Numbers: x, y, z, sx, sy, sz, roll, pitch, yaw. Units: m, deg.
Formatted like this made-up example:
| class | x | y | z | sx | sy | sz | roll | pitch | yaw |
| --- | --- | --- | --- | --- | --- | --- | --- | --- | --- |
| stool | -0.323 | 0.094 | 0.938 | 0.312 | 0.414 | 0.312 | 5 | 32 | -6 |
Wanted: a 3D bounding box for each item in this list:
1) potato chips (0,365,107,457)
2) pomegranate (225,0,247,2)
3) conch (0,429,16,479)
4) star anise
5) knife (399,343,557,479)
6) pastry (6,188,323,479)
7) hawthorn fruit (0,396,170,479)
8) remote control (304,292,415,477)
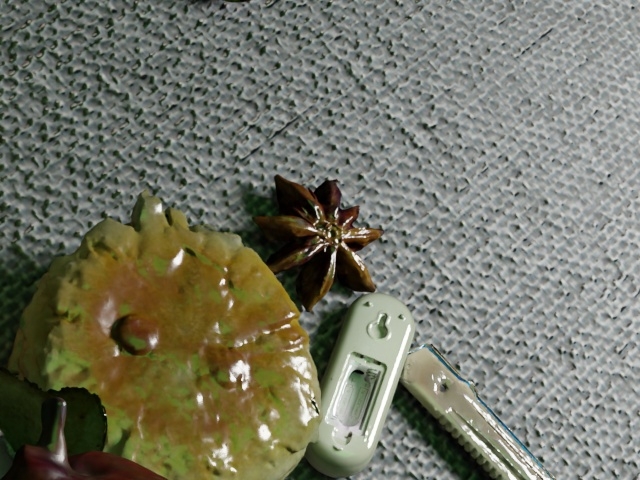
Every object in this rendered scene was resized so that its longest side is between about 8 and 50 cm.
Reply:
| class | x | y | z | sx | sy | sz | roll | pitch | yaw |
| --- | --- | --- | --- | --- | --- | --- | --- | --- | --- |
| potato chips | -0.283 | 0.161 | 1.519 | 0.026 | 0.209 | 0.142 | -37 | 103 | -55 |
| pomegranate | -0.112 | -0.336 | 1.923 | 0.161 | 0.122 | 0.122 | 12 | 51 | 23 |
| conch | -0.393 | 0.209 | 1.433 | 0.149 | 0.275 | 0.182 | 21 | 89 | 28 |
| star anise | 0.000 | -0.001 | 1.828 | 0.168 | 0.057 | 0.168 | 12 | 59 | -21 |
| knife | 0.220 | 0.252 | 1.824 | 0.365 | 0.043 | 0.089 | 44 | 44 | 2 |
| pastry | -0.156 | 0.128 | 1.630 | 0.330 | 0.136 | 0.329 | 11 | 60 | -19 |
| hawthorn fruit | -0.182 | 0.332 | 1.397 | 0.308 | 0.324 | 0.308 | 0 | 52 | 0 |
| remote control | 0.042 | 0.148 | 1.775 | 0.078 | 0.042 | 0.221 | 21 | 59 | 1 |
